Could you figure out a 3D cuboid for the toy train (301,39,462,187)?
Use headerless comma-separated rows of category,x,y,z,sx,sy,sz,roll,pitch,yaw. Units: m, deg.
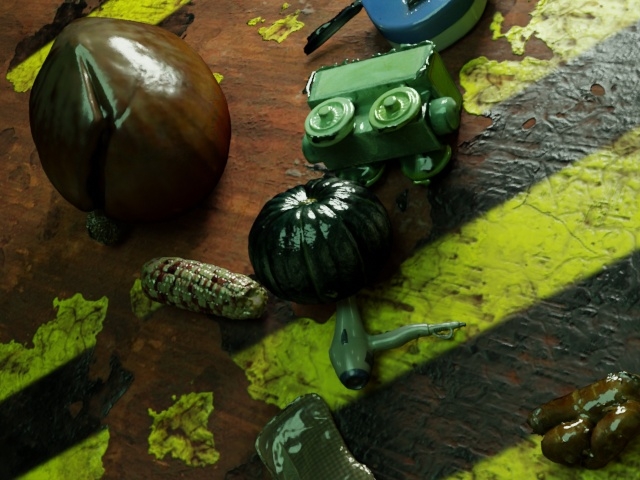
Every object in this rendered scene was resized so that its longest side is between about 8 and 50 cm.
toy train,0.097,-0.195,1.651,0.272,0.159,0.188,-9,49,30

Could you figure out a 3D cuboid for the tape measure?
tape measure,0.123,-0.388,1.790,0.351,0.098,0.215,-35,48,15

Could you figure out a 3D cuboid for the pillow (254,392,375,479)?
pillow,-0.014,0.319,1.486,0.135,0.034,0.211,-44,46,6

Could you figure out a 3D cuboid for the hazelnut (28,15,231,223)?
hazelnut,-0.354,-0.217,1.861,0.359,0.359,0.409,-41,41,7

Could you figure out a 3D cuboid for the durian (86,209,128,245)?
durian,-0.400,-0.034,1.941,0.080,0.080,0.091,-18,54,25

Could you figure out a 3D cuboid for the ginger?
ginger,0.335,0.231,1.275,0.162,0.073,0.103,-28,36,26

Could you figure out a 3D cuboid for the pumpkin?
pumpkin,0.000,0.000,1.572,0.221,0.161,0.220,-12,31,8

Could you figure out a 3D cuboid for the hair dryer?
hair dryer,0.096,0.117,1.529,0.199,0.067,0.167,-29,44,3

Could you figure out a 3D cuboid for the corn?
corn,-0.196,0.080,1.725,0.253,0.086,0.086,10,69,37
